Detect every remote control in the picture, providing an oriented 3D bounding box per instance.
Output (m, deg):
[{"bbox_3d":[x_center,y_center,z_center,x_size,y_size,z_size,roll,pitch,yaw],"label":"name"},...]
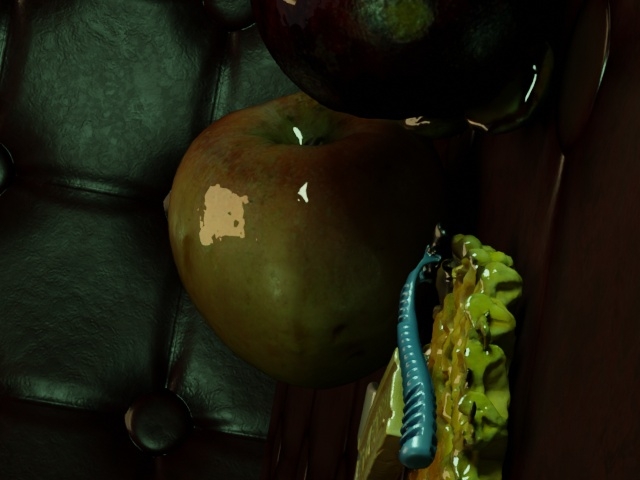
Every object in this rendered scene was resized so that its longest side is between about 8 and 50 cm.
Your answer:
[{"bbox_3d":[0.061,0.273,2.027,0.065,0.029,0.166,-125,45,-80],"label":"remote control"}]

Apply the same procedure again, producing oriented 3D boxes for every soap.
[{"bbox_3d":[0.066,0.201,1.545,0.252,0.037,0.092,105,175,-61],"label":"soap"}]

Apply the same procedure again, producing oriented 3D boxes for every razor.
[{"bbox_3d":[0.091,0.101,1.418,0.082,0.042,0.253,107,170,-48],"label":"razor"}]

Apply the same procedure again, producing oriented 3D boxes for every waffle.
[{"bbox_3d":[0.132,0.146,1.443,0.329,0.062,0.329,-169,90,-86],"label":"waffle"}]

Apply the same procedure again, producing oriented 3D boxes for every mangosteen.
[{"bbox_3d":[0.082,-0.240,1.444,0.311,0.311,0.311,-170,90,-84],"label":"mangosteen"}]

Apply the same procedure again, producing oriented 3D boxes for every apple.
[{"bbox_3d":[0.000,0.000,1.783,0.338,0.338,0.305,-91,-7,-61],"label":"apple"}]

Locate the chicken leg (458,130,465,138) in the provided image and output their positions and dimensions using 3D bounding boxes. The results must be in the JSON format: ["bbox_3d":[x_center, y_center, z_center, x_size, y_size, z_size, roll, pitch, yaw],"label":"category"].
[{"bbox_3d":[0.177,-0.232,1.647,0.105,0.063,0.234,104,174,-73],"label":"chicken leg"}]
